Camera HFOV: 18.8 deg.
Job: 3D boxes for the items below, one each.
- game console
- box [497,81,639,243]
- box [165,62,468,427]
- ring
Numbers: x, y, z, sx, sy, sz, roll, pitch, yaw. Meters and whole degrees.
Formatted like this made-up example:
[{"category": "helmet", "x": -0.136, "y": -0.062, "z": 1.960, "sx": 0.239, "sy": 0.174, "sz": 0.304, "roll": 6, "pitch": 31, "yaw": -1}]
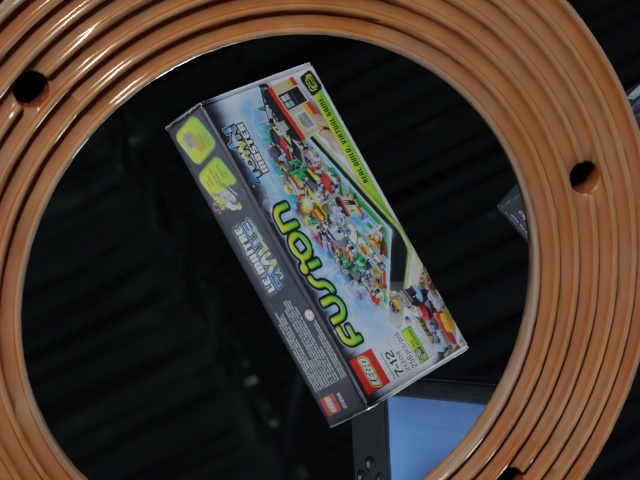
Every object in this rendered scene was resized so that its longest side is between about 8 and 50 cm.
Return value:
[{"category": "game console", "x": 0.071, "y": 0.252, "z": 1.735, "sx": 0.293, "sy": 0.173, "sz": 0.250, "roll": -1, "pitch": -87, "yaw": 53}, {"category": "box", "x": 0.327, "y": -0.071, "z": 1.843, "sx": 0.143, "sy": 0.165, "sz": 0.270, "roll": 49, "pitch": -37, "yaw": -4}, {"category": "box", "x": 0.000, "y": 0.000, "z": 1.180, "sx": 0.114, "sy": 0.036, "sz": 0.207, "roll": -27, "pitch": 87, "yaw": -50}, {"category": "ring", "x": -0.017, "y": 0.021, "z": 0.794, "sx": 0.336, "sy": 0.337, "sz": 0.032, "roll": 65, "pitch": -10, "yaw": -23}]
